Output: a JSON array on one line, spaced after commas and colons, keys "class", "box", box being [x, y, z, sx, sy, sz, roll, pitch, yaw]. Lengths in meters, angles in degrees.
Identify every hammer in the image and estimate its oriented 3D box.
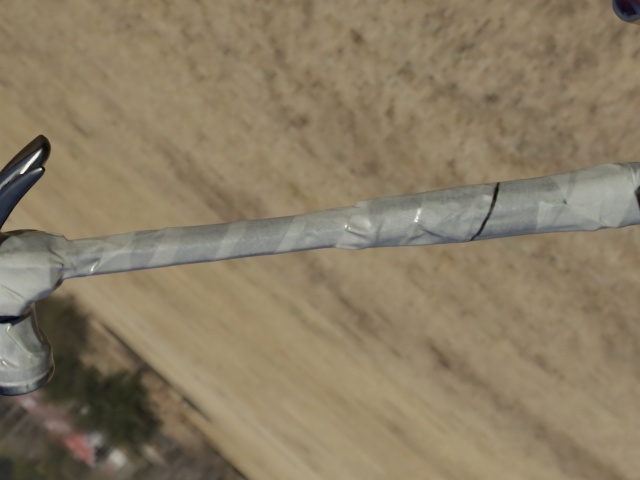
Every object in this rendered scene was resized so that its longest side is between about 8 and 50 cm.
[{"class": "hammer", "box": [0.000, 0.000, 0.914, 0.044, 0.427, 0.152, -116, 25, -57]}]

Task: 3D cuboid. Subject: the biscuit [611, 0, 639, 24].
[{"class": "biscuit", "box": [0.268, -0.172, 0.915, 0.366, 0.115, 0.268, 46, -146, 21]}]
